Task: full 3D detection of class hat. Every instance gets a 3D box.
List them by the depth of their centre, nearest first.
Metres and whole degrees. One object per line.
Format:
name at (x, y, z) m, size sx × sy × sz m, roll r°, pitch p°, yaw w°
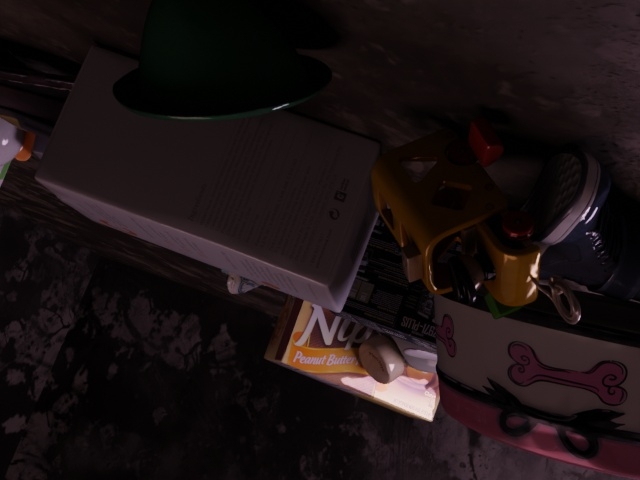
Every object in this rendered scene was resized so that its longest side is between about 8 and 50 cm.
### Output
hat at (-0.093, -0.204, 0.835) m, size 0.208 × 0.183 × 0.173 m, roll -24°, pitch -147°, yaw -38°

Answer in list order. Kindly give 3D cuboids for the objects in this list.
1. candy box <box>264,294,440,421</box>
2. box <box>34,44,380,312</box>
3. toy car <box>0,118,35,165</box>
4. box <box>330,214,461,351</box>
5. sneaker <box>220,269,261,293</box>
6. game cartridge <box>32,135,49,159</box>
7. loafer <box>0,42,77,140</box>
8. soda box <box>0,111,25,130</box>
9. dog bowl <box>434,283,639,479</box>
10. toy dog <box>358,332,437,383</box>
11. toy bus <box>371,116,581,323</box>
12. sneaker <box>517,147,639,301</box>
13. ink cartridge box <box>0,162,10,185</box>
candy box at (0.079, 0.179, 1.880) m, size 0.316 × 0.183 × 0.087 m, roll 25°, pitch 167°, yaw -21°
box at (-0.114, -0.064, 1.237) m, size 0.345 × 0.168 × 0.215 m, roll 20°, pitch 171°, yaw 8°
toy car at (-0.538, -0.187, 1.621) m, size 0.238 × 0.210 × 0.219 m, roll -5°, pitch -162°, yaw -25°
box at (0.116, 0.057, 1.472) m, size 0.180 × 0.147 × 0.077 m, roll 18°, pitch 170°, yaw 20°
sneaker at (-0.129, 0.064, 2.211) m, size 0.122 × 0.110 × 0.283 m, roll 17°, pitch 171°, yaw 7°
game cartridge at (-0.263, -0.091, 1.717) m, size 0.355 × 0.068 × 0.230 m, roll 16°, pitch 175°, yaw 1°
loafer at (-0.395, -0.211, 1.364) m, size 0.302 × 0.095 × 0.109 m, roll 24°, pitch -158°, yaw 15°
soda box at (-0.370, -0.179, 1.494) m, size 0.181 × 0.061 × 0.058 m, roll 15°, pitch 168°, yaw 36°
dog bowl at (0.314, 0.149, 1.193) m, size 0.408 × 0.150 × 0.408 m, roll 11°, pitch -176°, yaw -1°
toy dog at (0.193, 0.141, 1.718) m, size 0.333 × 0.220 × 0.161 m, roll -9°, pitch 114°, yaw 40°
toy bus at (0.121, -0.002, 0.962) m, size 0.104 × 0.191 × 0.202 m, roll -22°, pitch -175°, yaw -9°
sneaker at (0.268, -0.008, 0.964) m, size 0.163 × 0.086 × 0.226 m, roll 14°, pitch 163°, yaw 1°
ink cartridge box at (-0.670, -0.141, 1.974) m, size 0.115 × 0.198 × 0.273 m, roll 26°, pitch 171°, yaw -31°
